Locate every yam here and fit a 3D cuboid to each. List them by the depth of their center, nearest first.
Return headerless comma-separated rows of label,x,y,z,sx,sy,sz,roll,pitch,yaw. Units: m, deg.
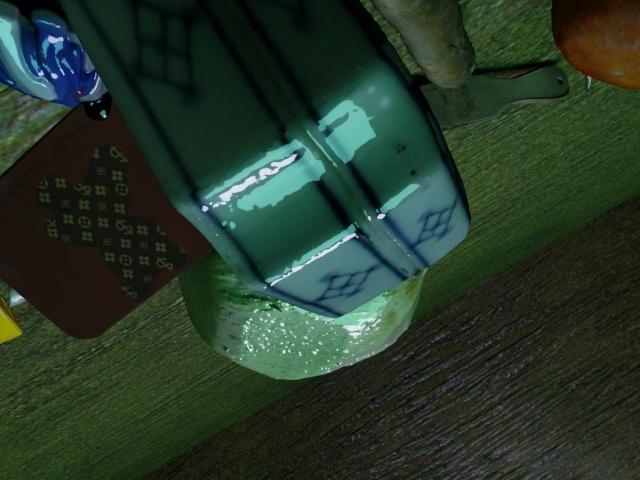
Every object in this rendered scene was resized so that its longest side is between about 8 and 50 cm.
yam,0.097,-0.224,0.728,0.317,0.067,0.071,23,84,-68

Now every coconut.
coconut,0.000,0.000,0.867,0.328,0.281,0.329,-15,122,-26

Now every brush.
brush,0.223,-0.192,1.026,0.327,0.070,0.065,-18,177,-36

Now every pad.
pad,-0.203,-0.022,0.710,0.267,0.181,0.004,-36,-160,20

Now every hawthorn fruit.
hawthorn fruit,0.344,-0.251,0.810,0.210,0.211,0.262,-19,167,-27

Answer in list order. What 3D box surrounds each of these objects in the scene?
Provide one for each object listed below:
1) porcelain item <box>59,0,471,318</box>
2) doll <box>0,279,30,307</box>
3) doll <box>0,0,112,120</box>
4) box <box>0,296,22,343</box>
porcelain item,-0.023,-0.098,0.537,0.157,0.286,0.281,-33,160,6
doll,-0.248,0.011,0.811,0.149,0.095,0.192,-10,152,-50
doll,-0.193,-0.133,0.549,0.095,0.070,0.195,0,171,13
box,-0.432,0.083,0.812,0.152,0.043,0.269,-24,161,-15
